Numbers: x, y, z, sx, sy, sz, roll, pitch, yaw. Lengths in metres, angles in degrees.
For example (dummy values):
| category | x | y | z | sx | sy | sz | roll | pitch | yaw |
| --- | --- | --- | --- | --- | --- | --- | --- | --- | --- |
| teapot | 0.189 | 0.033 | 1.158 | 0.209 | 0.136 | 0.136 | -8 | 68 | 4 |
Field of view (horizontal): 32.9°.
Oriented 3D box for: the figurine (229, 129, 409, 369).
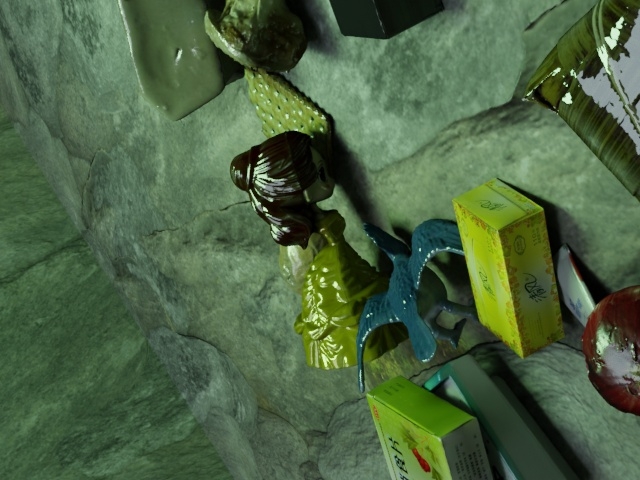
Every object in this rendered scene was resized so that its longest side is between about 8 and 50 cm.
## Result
| category | x | y | z | sx | sy | sz | roll | pitch | yaw |
| --- | --- | --- | --- | --- | --- | --- | --- | --- | --- |
| figurine | 0.004 | -0.001 | 1.488 | 0.168 | 0.187 | 0.315 | -14 | 103 | 29 |

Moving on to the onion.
| category | x | y | z | sx | sy | sz | roll | pitch | yaw |
| --- | --- | --- | --- | --- | --- | --- | --- | --- | --- |
| onion | 0.310 | 0.102 | 1.023 | 0.131 | 0.131 | 0.131 | 45 | 154 | 29 |

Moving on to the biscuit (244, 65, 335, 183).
| category | x | y | z | sx | sy | sz | roll | pitch | yaw |
| --- | --- | --- | --- | --- | --- | --- | --- | --- | --- |
| biscuit | -0.046 | -0.171 | 1.542 | 0.203 | 0.016 | 0.144 | 41 | 151 | 35 |

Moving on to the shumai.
| category | x | y | z | sx | sy | sz | roll | pitch | yaw |
| --- | --- | --- | --- | --- | --- | --- | --- | --- | --- |
| shumai | -0.071 | -0.281 | 1.351 | 0.145 | 0.145 | 0.116 | 44 | 116 | 31 |

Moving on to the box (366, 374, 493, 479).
| category | x | y | z | sx | sy | sz | roll | pitch | yaw |
| --- | --- | --- | --- | --- | --- | --- | --- | --- | --- |
| box | 0.158 | 0.320 | 1.405 | 0.175 | 0.062 | 0.261 | 23 | 135 | 60 |

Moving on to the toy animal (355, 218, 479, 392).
| category | x | y | z | sx | sy | sz | roll | pitch | yaw |
| --- | --- | --- | --- | --- | --- | --- | --- | --- | --- |
| toy animal | 0.108 | 0.067 | 1.350 | 0.176 | 0.239 | 0.255 | 31 | -160 | -1 |

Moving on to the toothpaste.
| category | x | y | z | sx | sy | sz | roll | pitch | yaw |
| --- | --- | --- | --- | --- | --- | --- | --- | --- | --- |
| toothpaste | 0.327 | 0.134 | 1.118 | 0.301 | 0.048 | 0.075 | 55 | -174 | 25 |

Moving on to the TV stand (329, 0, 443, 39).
| category | x | y | z | sx | sy | sz | roll | pitch | yaw |
| --- | --- | --- | --- | --- | --- | --- | --- | --- | --- |
| TV stand | 0.031 | -0.342 | 1.084 | 0.088 | 0.082 | 0.270 | 22 | 137 | 57 |

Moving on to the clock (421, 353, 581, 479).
| category | x | y | z | sx | sy | sz | roll | pitch | yaw |
| --- | --- | --- | --- | --- | --- | --- | --- | --- | --- |
| clock | 0.220 | 0.285 | 1.463 | 0.231 | 0.116 | 0.262 | 58 | 157 | 15 |

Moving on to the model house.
| category | x | y | z | sx | sy | sz | roll | pitch | yaw |
| --- | --- | --- | --- | --- | --- | --- | --- | --- | --- |
| model house | -0.174 | -0.299 | 1.461 | 0.122 | 0.188 | 0.229 | -1 | 123 | 21 |

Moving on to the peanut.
| category | x | y | z | sx | sy | sz | roll | pitch | yaw |
| --- | --- | --- | --- | --- | --- | --- | --- | --- | --- |
| peanut | -0.002 | 0.049 | 1.649 | 0.214 | 0.099 | 0.099 | 59 | 158 | -16 |

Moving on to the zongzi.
| category | x | y | z | sx | sy | sz | roll | pitch | yaw |
| --- | --- | --- | --- | --- | --- | --- | --- | --- | --- |
| zongzi | 0.298 | -0.109 | 0.805 | 0.248 | 0.111 | 0.241 | 49 | 150 | 9 |

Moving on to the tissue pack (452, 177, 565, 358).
| category | x | y | z | sx | sy | sz | roll | pitch | yaw |
| --- | --- | --- | --- | --- | --- | --- | --- | --- | --- |
| tissue pack | 0.208 | 0.032 | 1.196 | 0.095 | 0.062 | 0.176 | 44 | 154 | 54 |
